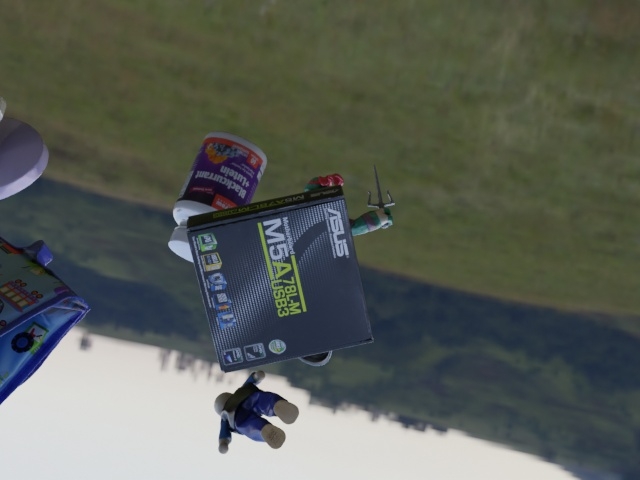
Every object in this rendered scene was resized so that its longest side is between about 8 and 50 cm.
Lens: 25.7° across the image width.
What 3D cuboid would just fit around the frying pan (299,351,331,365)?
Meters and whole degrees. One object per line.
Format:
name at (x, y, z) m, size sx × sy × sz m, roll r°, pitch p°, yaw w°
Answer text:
frying pan at (-0.058, 0.131, 2.261) m, size 0.053 × 0.197 × 0.326 m, roll -32°, pitch 169°, yaw -27°

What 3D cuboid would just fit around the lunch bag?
lunch bag at (-0.431, 0.091, 1.626) m, size 0.221 × 0.293 × 0.138 m, roll 29°, pitch 149°, yaw 35°

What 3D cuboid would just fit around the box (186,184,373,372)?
box at (-0.045, 0.046, 1.615) m, size 0.184 × 0.191 × 0.045 m, roll -10°, pitch -158°, yaw 2°

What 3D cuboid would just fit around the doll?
doll at (-0.103, 0.243, 1.959) m, size 0.046 × 0.129 × 0.189 m, roll 34°, pitch 168°, yaw -27°

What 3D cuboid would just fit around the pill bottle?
pill bottle at (-0.165, -0.064, 2.190) m, size 0.108 × 0.193 × 0.108 m, roll 18°, pitch 160°, yaw 7°

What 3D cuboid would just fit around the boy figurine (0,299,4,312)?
boy figurine at (-0.456, -0.013, 1.501) m, size 0.285 × 0.177 × 0.092 m, roll 52°, pitch 162°, yaw 7°

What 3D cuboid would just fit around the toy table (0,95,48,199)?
toy table at (-0.594, -0.171, 2.253) m, size 0.274 × 0.252 × 0.161 m, roll -11°, pitch 143°, yaw 8°

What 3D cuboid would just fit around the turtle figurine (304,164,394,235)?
turtle figurine at (0.000, 0.000, 1.923) m, size 0.118 × 0.234 × 0.175 m, roll 27°, pitch 152°, yaw -35°
